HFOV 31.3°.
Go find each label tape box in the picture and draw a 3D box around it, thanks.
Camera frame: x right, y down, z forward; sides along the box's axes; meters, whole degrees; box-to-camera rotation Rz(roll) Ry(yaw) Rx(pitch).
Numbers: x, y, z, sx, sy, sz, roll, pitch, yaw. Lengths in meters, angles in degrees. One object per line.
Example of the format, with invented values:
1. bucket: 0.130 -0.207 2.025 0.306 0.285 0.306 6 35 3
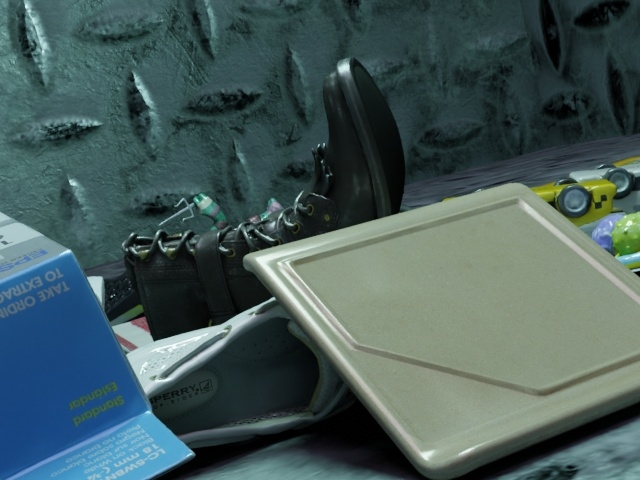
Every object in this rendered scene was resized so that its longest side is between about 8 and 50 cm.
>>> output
1. label tape box: -0.253 0.086 0.685 0.240 0.106 0.333 -25 19 -23

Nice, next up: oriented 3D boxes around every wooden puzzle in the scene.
1. wooden puzzle: 0.098 0.047 0.704 0.221 0.044 0.238 -15 35 -26

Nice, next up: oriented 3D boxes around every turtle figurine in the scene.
1. turtle figurine: -0.171 0.007 1.964 0.234 0.118 0.175 -14 -36 -33

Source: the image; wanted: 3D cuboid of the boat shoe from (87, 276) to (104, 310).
1. boat shoe: -0.242 0.084 0.995 0.102 0.108 0.301 2 10 -10

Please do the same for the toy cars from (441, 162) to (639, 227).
1. toy cars: 0.312 -0.035 1.301 0.393 0.087 0.176 -12 8 -33

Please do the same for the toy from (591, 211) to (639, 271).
1. toy: 0.318 -0.006 1.070 0.237 0.056 0.137 -9 5 40

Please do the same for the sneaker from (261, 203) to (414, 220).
1. sneaker: 0.000 0.000 1.468 0.276 0.098 0.135 -16 18 14

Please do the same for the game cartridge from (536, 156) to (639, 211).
1. game cartridge: 0.505 -0.094 1.641 0.285 0.053 0.323 -17 5 -39

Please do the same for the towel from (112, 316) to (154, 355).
1. towel: -0.063 0.079 1.242 0.329 0.037 0.237 -15 5 -18

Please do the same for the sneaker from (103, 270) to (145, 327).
1. sneaker: -0.220 0.091 1.411 0.097 0.084 0.234 31 -32 -24

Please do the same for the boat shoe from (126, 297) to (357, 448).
1. boat shoe: -0.005 0.078 0.757 0.277 0.098 0.096 -23 8 -15

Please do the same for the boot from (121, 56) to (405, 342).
1. boot: -0.047 0.001 0.879 0.229 0.263 0.091 -5 16 14
